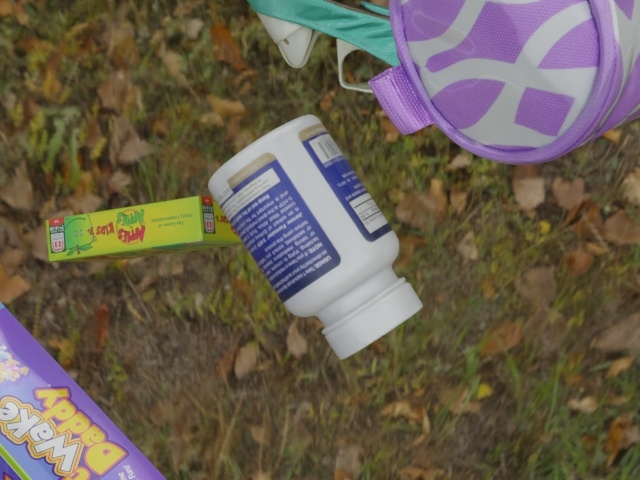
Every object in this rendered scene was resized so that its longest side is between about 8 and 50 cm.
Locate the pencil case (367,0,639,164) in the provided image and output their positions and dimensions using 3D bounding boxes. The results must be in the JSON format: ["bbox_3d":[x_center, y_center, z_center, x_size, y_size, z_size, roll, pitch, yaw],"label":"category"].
[{"bbox_3d":[0.108,-0.087,0.405,0.206,0.088,0.086,-25,79,-42],"label":"pencil case"}]

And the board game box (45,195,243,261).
[{"bbox_3d":[-0.167,-0.009,1.131,0.181,0.092,0.043,-8,86,28],"label":"board game box"}]

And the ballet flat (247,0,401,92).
[{"bbox_3d":[0.015,-0.184,1.026,0.247,0.083,0.087,21,103,1],"label":"ballet flat"}]

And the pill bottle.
[{"bbox_3d":[0.000,0.000,0.968,0.112,0.112,0.186,-32,87,-12],"label":"pill bottle"}]

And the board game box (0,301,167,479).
[{"bbox_3d":[-0.194,0.231,0.896,0.347,0.233,0.078,41,49,22],"label":"board game box"}]
